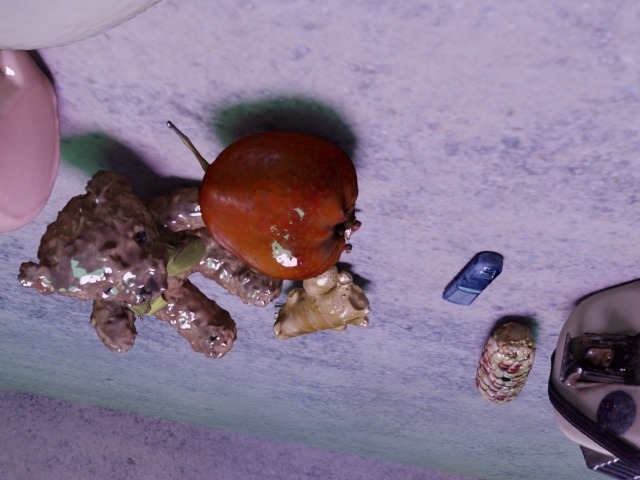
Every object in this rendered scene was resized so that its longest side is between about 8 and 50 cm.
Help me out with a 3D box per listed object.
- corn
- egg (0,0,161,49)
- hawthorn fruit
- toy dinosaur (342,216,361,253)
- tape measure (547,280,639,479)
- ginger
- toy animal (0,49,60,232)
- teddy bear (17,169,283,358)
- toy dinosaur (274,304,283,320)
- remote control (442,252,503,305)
[{"bbox_3d":[0.301,0.197,1.139,0.086,0.086,0.253,6,152,11],"label":"corn"},{"bbox_3d":[-0.189,-0.211,0.363,0.337,0.201,0.337,11,157,5],"label":"egg"},{"bbox_3d":[-0.065,-0.046,0.726,0.203,0.162,0.162,21,158,16],"label":"hawthorn fruit"},{"bbox_3d":[0.000,0.000,0.891,0.055,0.049,0.154,25,147,-32],"label":"toy dinosaur"},{"bbox_3d":[0.383,0.191,0.867,0.133,0.271,0.231,23,151,-23],"label":"tape measure"},{"bbox_3d":[0.007,0.099,1.063,0.115,0.081,0.205,7,151,-22],"label":"ginger"},{"bbox_3d":[-0.398,-0.093,0.708,0.256,0.195,0.213,9,147,13],"label":"toy animal"},{"bbox_3d":[-0.190,0.042,0.879,0.296,0.246,0.222,38,-173,-16],"label":"teddy bear"},{"bbox_3d":[-0.061,0.121,1.195,0.041,0.026,0.113,4,164,1],"label":"toy dinosaur"},{"bbox_3d":[0.206,0.056,0.950,0.044,0.027,0.152,8,157,-4],"label":"remote control"}]
